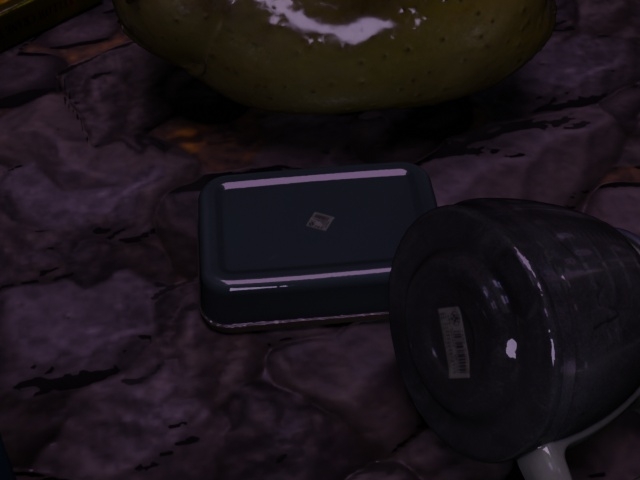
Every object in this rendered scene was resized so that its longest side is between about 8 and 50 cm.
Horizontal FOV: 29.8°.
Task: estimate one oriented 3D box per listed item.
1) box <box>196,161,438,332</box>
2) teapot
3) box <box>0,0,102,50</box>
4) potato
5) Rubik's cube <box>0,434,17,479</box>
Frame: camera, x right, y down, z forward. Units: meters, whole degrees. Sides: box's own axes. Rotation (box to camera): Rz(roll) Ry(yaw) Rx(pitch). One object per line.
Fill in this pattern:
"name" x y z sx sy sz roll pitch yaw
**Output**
"box" 0.000 0.000 0.601 0.126 0.031 0.091 -4 45 -2
"teapot" 0.107 0.042 0.507 0.108 0.111 0.149 -11 38 -30
"box" -0.250 -0.183 0.791 0.121 0.030 0.193 -35 53 -29
"potato" 0.009 -0.149 0.673 0.248 0.143 0.169 6 56 6
"Rubik's cube" -0.216 0.113 0.352 0.221 0.224 0.231 -9 45 -8
